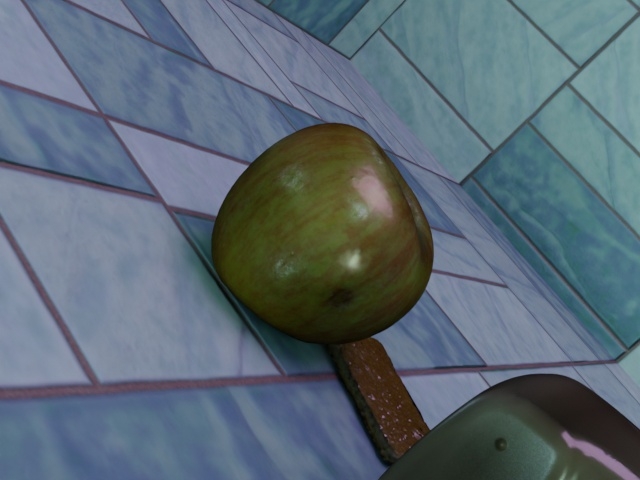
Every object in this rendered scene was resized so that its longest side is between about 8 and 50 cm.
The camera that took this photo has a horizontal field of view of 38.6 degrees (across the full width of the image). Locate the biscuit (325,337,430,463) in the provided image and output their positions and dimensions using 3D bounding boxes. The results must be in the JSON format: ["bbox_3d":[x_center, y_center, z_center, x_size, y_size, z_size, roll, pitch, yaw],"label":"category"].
[{"bbox_3d":[0.077,0.196,1.143,0.131,0.025,0.230,28,24,-42],"label":"biscuit"}]

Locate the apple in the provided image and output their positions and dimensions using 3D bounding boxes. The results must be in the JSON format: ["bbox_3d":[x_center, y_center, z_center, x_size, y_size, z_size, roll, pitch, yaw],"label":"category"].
[{"bbox_3d":[0.000,0.000,1.094,0.264,0.264,0.264,40,17,-15],"label":"apple"}]

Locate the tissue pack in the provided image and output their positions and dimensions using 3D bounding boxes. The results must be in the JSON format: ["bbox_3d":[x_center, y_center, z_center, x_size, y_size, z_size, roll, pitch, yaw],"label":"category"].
[{"bbox_3d":[0.247,0.320,0.828,0.277,0.267,0.387,12,35,-56],"label":"tissue pack"}]
